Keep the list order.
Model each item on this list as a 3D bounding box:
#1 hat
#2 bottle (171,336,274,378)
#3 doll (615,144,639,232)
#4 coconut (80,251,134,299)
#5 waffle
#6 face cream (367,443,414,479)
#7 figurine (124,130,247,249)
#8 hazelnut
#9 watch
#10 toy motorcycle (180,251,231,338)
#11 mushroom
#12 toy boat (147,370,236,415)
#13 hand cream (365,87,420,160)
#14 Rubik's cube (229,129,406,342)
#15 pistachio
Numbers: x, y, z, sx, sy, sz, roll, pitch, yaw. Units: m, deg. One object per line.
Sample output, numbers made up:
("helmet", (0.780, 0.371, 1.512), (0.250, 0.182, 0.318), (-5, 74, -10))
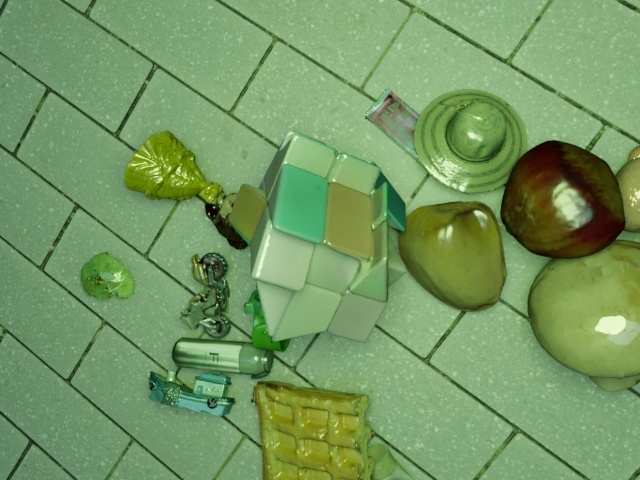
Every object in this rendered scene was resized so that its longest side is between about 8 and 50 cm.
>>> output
("hat", (0.327, -0.231, 0.938), (0.252, 0.110, 0.252), (0, 79, 2))
("bottle", (-0.246, 0.299, 1.130), (0.254, 0.079, 0.096), (1, 107, 12))
("doll", (0.713, -0.055, 0.857), (0.303, 0.156, 0.201), (34, 93, 41))
("coconut", (-0.587, 0.098, 1.204), (0.158, 0.055, 0.133), (-6, 93, 11))
("waffle", (-0.017, 0.510, 1.057), (0.304, 0.077, 0.348), (-3, 92, 31))
("face cream", (0.178, 0.603, 1.072), (0.114, 0.070, 0.224), (-27, 99, 12))
("figurine", (-0.279, -0.115, 1.084), (0.315, 0.187, 0.168), (31, 94, 0))
("hazelnut", (0.462, -0.074, 0.877), (0.217, 0.251, 0.217), (-3, 134, -3))
("watch", (-0.101, 0.181, 1.077), (0.131, 0.165, 0.152), (2, 117, 11))
("toy motorcycle", (-0.294, 0.140, 1.121), (0.130, 0.094, 0.229), (3, 106, 10))
("mushroom", (0.578, 0.159, 0.878), (0.292, 0.292, 0.290), (-34, 116, 11))
("toy boat", (-0.335, 0.378, 1.145), (0.238, 0.109, 0.098), (8, 74, 8))
("hand cream", (0.225, -0.234, 1.029), (0.079, 0.050, 0.275), (-42, 77, -15))
("Rubik's cube", (0.000, 0.000, 0.893), (0.358, 0.387, 0.368), (17, 109, -18))
("pistachio", (0.288, 0.040, 0.973), (0.213, 0.163, 0.260), (-10, 104, 32))
